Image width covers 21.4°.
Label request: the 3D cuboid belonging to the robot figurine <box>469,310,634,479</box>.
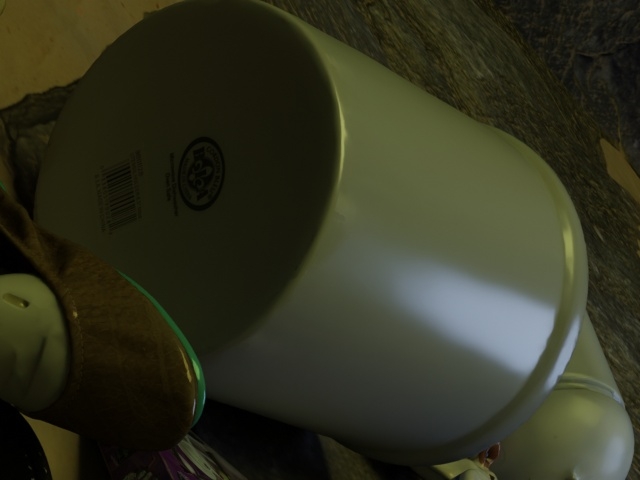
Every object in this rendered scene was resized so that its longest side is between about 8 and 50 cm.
[{"bbox_3d":[0.220,0.169,1.846,0.300,0.200,0.353,86,-8,-47],"label":"robot figurine"}]

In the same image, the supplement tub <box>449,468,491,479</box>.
[{"bbox_3d":[0.118,0.269,1.593,0.071,0.107,0.071,47,21,-24],"label":"supplement tub"}]

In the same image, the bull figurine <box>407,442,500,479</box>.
[{"bbox_3d":[0.081,0.143,1.713,0.188,0.101,0.310,34,28,-40],"label":"bull figurine"}]

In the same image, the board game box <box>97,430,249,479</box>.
[{"bbox_3d":[-0.029,0.253,1.274,0.347,0.056,0.208,45,6,-28],"label":"board game box"}]

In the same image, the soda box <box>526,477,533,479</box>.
[{"bbox_3d":[0.225,0.348,1.592,0.091,0.098,0.286,47,-8,44],"label":"soda box"}]

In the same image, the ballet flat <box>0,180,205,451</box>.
[{"bbox_3d":[-0.217,0.029,1.099,0.124,0.116,0.342,1,32,-46],"label":"ballet flat"}]

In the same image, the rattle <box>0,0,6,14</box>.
[{"bbox_3d":[-0.292,-0.249,1.426,0.199,0.143,0.130,-51,125,-76],"label":"rattle"}]

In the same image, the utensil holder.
[{"bbox_3d":[0.000,0.000,1.428,0.385,0.328,0.327,25,36,-53],"label":"utensil holder"}]

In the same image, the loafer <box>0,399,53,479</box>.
[{"bbox_3d":[-0.190,0.201,1.063,0.078,0.080,0.220,91,-25,-64],"label":"loafer"}]
